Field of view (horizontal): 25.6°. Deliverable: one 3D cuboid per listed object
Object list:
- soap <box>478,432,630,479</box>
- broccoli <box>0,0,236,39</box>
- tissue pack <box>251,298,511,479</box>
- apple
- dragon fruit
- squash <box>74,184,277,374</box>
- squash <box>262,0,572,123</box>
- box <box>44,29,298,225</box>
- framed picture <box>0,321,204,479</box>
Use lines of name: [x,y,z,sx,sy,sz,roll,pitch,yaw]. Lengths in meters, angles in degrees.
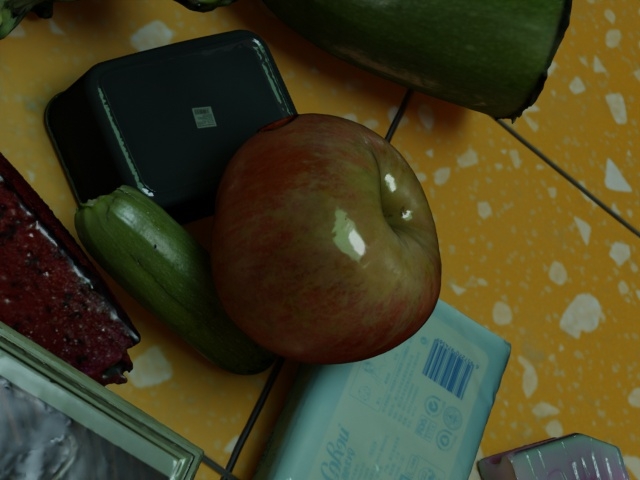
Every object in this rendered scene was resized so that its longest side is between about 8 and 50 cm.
soap: [0.231,0.237,1.334,0.149,0.056,0.100,-8,80,-34]
broccoli: [-0.170,-0.275,1.136,0.248,0.245,0.288,6,106,-62]
tissue pack: [0.048,0.168,1.224,0.177,0.089,0.263,32,60,-15]
apple: [0.000,0.000,1.129,0.209,0.164,0.209,43,33,-37]
dragon fruit: [-0.253,0.016,1.057,0.262,0.163,0.189,50,25,-19]
squash: [-0.114,0.036,1.144,0.239,0.069,0.069,47,51,-38]
squash: [0.056,-0.276,1.316,0.308,0.310,0.310,6,68,-8]
box: [-0.119,-0.095,1.212,0.201,0.090,0.145,-19,82,-36]
framed picture: [-0.210,0.215,0.978,0.216,0.016,0.273,36,61,-25]
